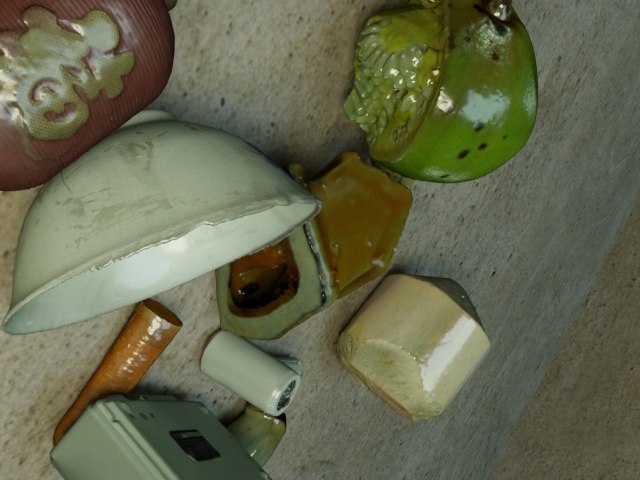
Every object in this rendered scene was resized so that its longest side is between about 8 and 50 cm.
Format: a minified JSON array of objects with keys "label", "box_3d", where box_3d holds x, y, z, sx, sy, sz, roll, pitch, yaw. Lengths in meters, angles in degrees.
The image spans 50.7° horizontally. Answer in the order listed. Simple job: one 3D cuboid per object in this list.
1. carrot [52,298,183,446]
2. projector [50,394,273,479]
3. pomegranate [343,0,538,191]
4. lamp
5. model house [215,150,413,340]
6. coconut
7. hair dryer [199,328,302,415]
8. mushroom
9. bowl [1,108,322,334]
[{"label":"carrot","box_3d":[-0.250,0.167,0.805,0.210,0.061,0.061,-53,145,-3]},{"label":"projector","box_3d":[-0.172,0.277,0.810,0.099,0.192,0.256,-50,159,1]},{"label":"pomegranate","box_3d":[0.149,-0.183,0.900,0.260,0.260,0.341,-38,164,-29]},{"label":"lamp","box_3d":[-0.218,-0.149,0.505,0.258,0.180,0.180,-45,143,-19]},{"label":"model house","box_3d":[-0.009,-0.001,0.901,0.239,0.173,0.268,-29,178,-45]},{"label":"coconut","box_3d":[0.172,0.171,1.193,0.244,0.239,0.239,-49,144,-13]},{"label":"hair dryer","box_3d":[-0.072,0.199,1.006,0.073,0.131,0.236,-61,159,-3]},{"label":"mushroom","box_3d":[-0.179,0.371,1.014,0.333,0.087,0.107,-40,142,-23]},{"label":"bowl","box_3d":[-0.165,-0.036,0.649,0.313,0.146,0.313,-22,174,-3]}]
